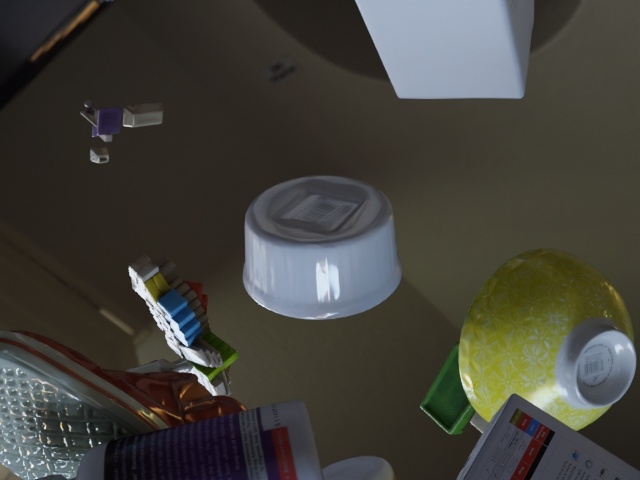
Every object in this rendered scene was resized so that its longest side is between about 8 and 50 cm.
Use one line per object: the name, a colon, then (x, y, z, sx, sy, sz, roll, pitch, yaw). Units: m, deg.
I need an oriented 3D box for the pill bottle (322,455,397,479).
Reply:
pill bottle: (0.075, 0.488, 1.455, 0.162, 0.278, 0.162, -19, -173, 2)

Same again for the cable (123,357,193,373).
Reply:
cable: (-0.291, 0.192, 1.132, 0.287, 0.072, 0.139, -10, -170, -6)

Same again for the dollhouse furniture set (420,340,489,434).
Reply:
dollhouse furniture set: (0.367, 0.334, 1.746, 0.301, 0.198, 0.151, 41, -71, 34)

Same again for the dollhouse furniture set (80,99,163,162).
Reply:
dollhouse furniture set: (-0.300, -0.177, 1.428, 0.081, 0.114, 0.091, 40, -49, 41)

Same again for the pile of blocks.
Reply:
pile of blocks: (-0.246, 0.167, 1.907, 0.113, 0.362, 0.149, -40, -151, -27)

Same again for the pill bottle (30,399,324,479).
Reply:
pill bottle: (-0.093, 0.174, 0.610, 0.194, 0.108, 0.108, -12, -148, -4)

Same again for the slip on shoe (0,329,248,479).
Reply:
slip on shoe: (-0.133, 0.145, 0.725, 0.123, 0.331, 0.101, -27, -134, 27)

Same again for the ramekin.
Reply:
ramekin: (0.000, 0.000, 1.615, 0.277, 0.135, 0.277, -3, -149, 2)

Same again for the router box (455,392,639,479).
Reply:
router box: (0.237, 0.373, 0.947, 0.335, 0.301, 0.082, -52, 168, -28)

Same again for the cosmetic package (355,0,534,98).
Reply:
cosmetic package: (0.118, -0.357, 0.979, 0.162, 0.453, 0.230, 2, -113, 20)

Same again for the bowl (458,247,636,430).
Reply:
bowl: (0.362, 0.166, 1.387, 0.289, 0.289, 0.156, -52, -154, -9)
